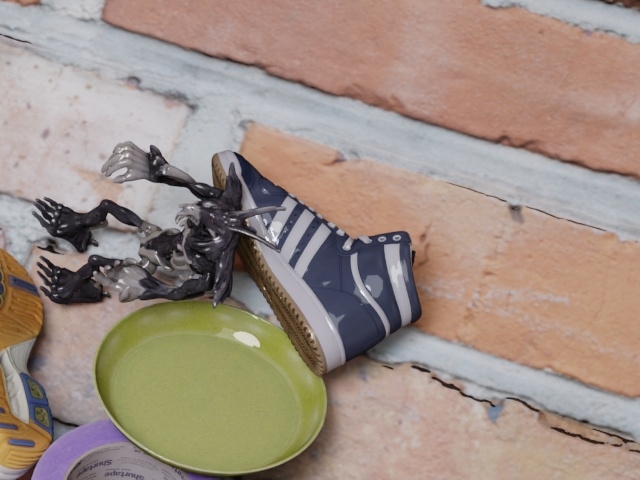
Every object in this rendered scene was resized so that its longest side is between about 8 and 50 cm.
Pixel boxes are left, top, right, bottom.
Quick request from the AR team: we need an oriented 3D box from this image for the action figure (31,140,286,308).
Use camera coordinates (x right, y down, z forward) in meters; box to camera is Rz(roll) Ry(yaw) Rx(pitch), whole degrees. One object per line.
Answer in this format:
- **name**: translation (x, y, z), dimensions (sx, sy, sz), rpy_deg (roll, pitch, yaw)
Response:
- **action figure**: translation (-0.178, -0.005, 1.642), dimensions (0.275, 0.141, 0.164), rpy_deg (-11, 67, 32)

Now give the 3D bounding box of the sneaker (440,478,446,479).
- **sneaker**: translation (0.043, 0.355, 1.531), dimensions (0.321, 0.126, 0.127), rpy_deg (-33, 73, -23)

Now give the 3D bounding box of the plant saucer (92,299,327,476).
- **plant saucer**: translation (-0.114, 0.155, 1.625), dimensions (0.241, 0.037, 0.241), rpy_deg (10, 39, -9)

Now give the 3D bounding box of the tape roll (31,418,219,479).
- **tape roll**: translation (-0.192, 0.271, 1.562), dimensions (0.189, 0.080, 0.189), rpy_deg (10, 45, -10)

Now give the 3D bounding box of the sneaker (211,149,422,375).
- **sneaker**: translation (0.000, 0.000, 1.705), dimensions (0.153, 0.099, 0.282), rpy_deg (-24, 63, -14)

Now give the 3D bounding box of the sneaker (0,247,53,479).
- **sneaker**: translation (-0.359, 0.133, 1.654), dimensions (0.112, 0.131, 0.296), rpy_deg (24, 35, -32)
